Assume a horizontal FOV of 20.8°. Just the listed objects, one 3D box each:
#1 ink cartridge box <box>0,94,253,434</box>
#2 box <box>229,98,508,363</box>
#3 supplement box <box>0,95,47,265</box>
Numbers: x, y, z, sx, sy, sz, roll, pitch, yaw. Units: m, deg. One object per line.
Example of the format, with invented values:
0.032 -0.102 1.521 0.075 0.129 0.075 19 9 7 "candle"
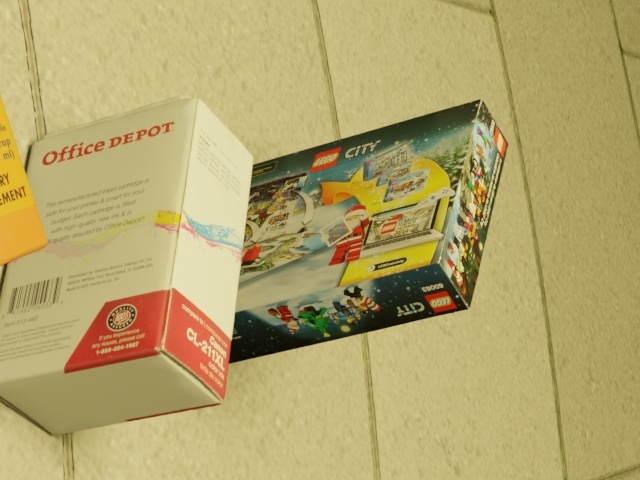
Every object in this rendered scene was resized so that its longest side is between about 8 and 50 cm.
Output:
-0.116 0.015 1.036 0.072 0.127 0.175 45 41 -45 "ink cartridge box"
0.000 0.000 1.142 0.044 0.233 0.159 56 35 -31 "box"
-0.229 -0.091 0.935 0.078 0.080 0.233 -30 102 -63 "supplement box"
